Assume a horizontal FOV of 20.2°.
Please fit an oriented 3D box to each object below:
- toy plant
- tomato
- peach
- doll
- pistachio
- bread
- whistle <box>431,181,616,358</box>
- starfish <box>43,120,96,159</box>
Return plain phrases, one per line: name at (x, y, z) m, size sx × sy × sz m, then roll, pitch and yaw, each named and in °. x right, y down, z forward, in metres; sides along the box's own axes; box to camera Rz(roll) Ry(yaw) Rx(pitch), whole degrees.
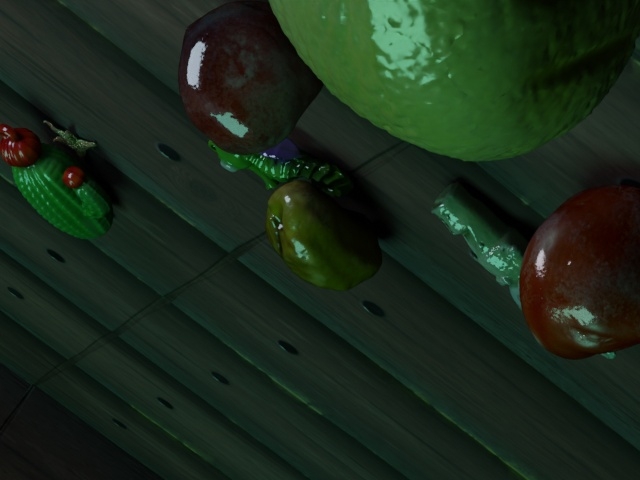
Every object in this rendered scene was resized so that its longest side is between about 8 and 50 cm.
toy plant at (-0.352, -0.077, 2.441) m, size 0.155 × 0.088 × 0.240 m, roll 28°, pitch 162°, yaw 11°
tomato at (0.275, 0.029, 1.700) m, size 0.187 × 0.187 × 0.151 m, roll 5°, pitch 123°, yaw 50°
peach at (-0.078, -0.170, 1.820) m, size 0.152 × 0.152 × 0.152 m, roll 29°, pitch 158°, yaw 13°
doll at (-0.050, -0.090, 2.062) m, size 0.190 × 0.050 × 0.115 m, roll 17°, pitch 162°, yaw 26°
pistachio at (0.002, 0.003, 2.056) m, size 0.189 × 0.100 × 0.110 m, roll 37°, pitch -151°, yaw -54°
bread at (0.108, -0.211, 1.221) m, size 0.237 × 0.320 × 0.320 m, roll 35°, pitch 161°, yaw 25°
whistle at (0.225, 0.035, 1.919) m, size 0.258 × 0.067 × 0.126 m, roll 41°, pitch 170°, yaw -7°
starfish at (-0.329, -0.130, 2.411) m, size 0.092 × 0.016 × 0.086 m, roll 11°, pitch 158°, yaw 38°
